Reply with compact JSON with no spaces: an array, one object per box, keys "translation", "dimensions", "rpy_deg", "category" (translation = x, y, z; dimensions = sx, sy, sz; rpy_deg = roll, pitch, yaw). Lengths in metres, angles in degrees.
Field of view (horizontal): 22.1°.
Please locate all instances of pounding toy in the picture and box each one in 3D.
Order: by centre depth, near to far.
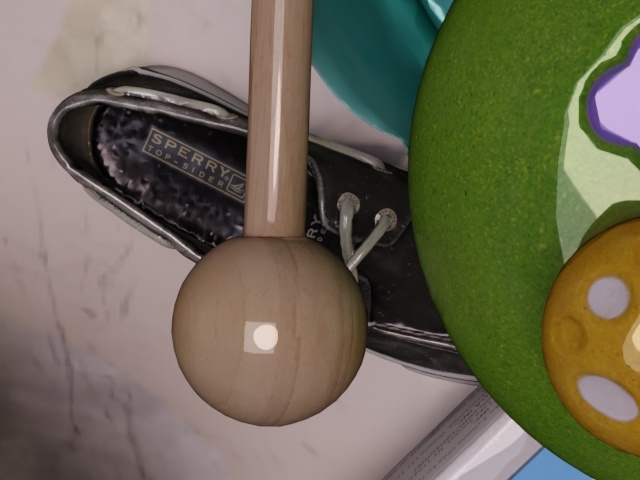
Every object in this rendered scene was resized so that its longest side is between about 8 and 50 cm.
[{"translation":[0.078,-0.014,0.384],"dimensions":[0.237,0.110,0.183],"rpy_deg":[9,100,10],"category":"pounding toy"}]

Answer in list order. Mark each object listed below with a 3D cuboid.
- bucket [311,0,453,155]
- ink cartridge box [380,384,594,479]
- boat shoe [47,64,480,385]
[{"translation":[0.121,-0.130,0.509],"dimensions":[0.281,0.183,0.281],"rpy_deg":[2,99,12],"category":"bucket"},{"translation":[0.081,0.213,0.590],"dimensions":[0.261,0.066,0.296],"rpy_deg":[44,96,-6],"category":"ink cartridge box"},{"translation":[0.000,0.000,0.612],"dimensions":[0.219,0.070,0.077],"rpy_deg":[23,103,8],"category":"boat shoe"}]
